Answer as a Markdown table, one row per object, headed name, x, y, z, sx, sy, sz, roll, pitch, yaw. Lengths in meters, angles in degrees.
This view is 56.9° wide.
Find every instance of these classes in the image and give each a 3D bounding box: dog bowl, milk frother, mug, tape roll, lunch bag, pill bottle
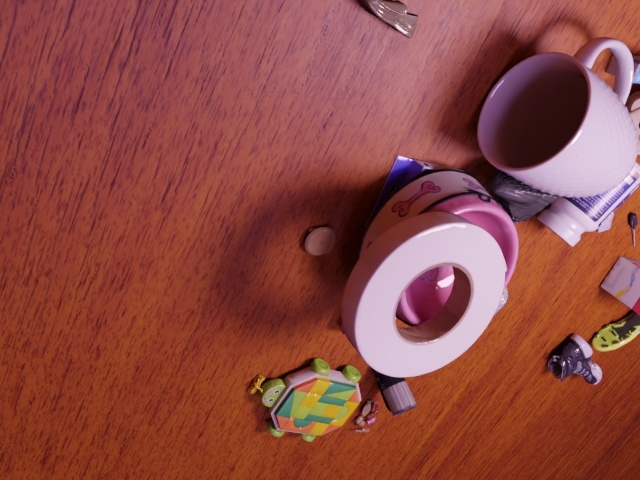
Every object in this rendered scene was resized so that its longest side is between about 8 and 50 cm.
| name | x | y | z | sx | sy | sz | roll | pitch | yaw |
| --- | --- | --- | --- | --- | --- | --- | --- | --- | --- |
| dog bowl | 0.299 | 0.043 | 1.429 | 0.408 | 0.150 | 0.407 | -11 | 119 | -21 |
| milk frother | 0.250 | 0.440 | 1.774 | 0.143 | 0.134 | 0.129 | -21 | 160 | -8 |
| mug | 0.596 | -0.281 | 1.365 | 0.328 | 0.276 | 0.373 | 18 | 102 | -37 |
| tape roll | 0.233 | 0.125 | 1.303 | 0.393 | 0.072 | 0.391 | -11 | 119 | -21 |
| lunch bag | 0.815 | -0.078 | 1.731 | 0.053 | 0.071 | 0.083 | -14 | 129 | -12 |
| pill bottle | 0.730 | -0.120 | 1.607 | 0.153 | 0.153 | 0.264 | 31 | 105 | -38 |

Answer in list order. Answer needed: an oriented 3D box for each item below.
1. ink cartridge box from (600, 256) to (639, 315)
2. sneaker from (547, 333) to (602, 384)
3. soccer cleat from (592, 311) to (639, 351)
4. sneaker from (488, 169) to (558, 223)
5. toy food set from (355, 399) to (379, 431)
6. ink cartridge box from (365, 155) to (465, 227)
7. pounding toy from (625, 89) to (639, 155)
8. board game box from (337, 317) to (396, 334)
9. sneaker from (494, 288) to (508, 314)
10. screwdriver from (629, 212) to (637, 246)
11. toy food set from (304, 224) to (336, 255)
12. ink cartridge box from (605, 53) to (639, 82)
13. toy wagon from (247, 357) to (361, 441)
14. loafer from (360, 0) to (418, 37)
| name | x | y | z | sx | sy | sz | roll | pitch | yaw |
| --- | --- | --- | --- | --- | --- | --- | --- | --- | --- |
| ink cartridge box | 1.049 | 0.153 | 1.937 | 0.128 | 0.176 | 0.127 | 10 | 115 | -31 |
| sneaker | 0.912 | 0.459 | 2.136 | 0.153 | 0.101 | 0.268 | -35 | 124 | 1 |
| soccer cleat | 1.123 | 0.326 | 2.148 | 0.289 | 0.093 | 0.121 | -34 | 137 | 0 |
| sneaker | 0.506 | -0.102 | 1.519 | 0.286 | 0.109 | 0.130 | 9 | 127 | -46 |
| toy food set | 0.152 | 0.557 | 1.886 | 0.078 | 0.019 | 0.122 | 14 | 108 | -33 |
| ink cartridge box | 0.241 | -0.093 | 1.461 | 0.209 | 0.045 | 0.206 | 8 | 118 | -28 |
| pounding toy | 0.851 | -0.301 | 1.515 | 0.270 | 0.155 | 0.154 | -25 | 106 | -8 |
| board game box | 0.152 | 0.173 | 1.599 | 0.147 | 0.045 | 0.193 | 10 | 116 | -31 |
| sneaker | 0.417 | 0.216 | 1.742 | 0.122 | 0.110 | 0.283 | 28 | 105 | -18 |
| screwdriver | 1.006 | -0.030 | 1.890 | 0.025 | 0.024 | 0.170 | -17 | 136 | 22 |
| toy food set | 0.000 | 0.000 | 1.424 | 0.083 | 0.020 | 0.082 | 2 | 121 | -26 |
| ink cartridge box | 0.793 | -0.426 | 1.467 | 0.123 | 0.088 | 0.052 | -6 | 124 | -23 |
| toy wagon | -0.048 | 0.457 | 1.686 | 0.345 | 0.068 | 0.267 | 21 | 111 | -35 |
| loafer | 0.137 | -0.451 | 1.159 | 0.148 | 0.056 | 0.050 | 15 | 114 | -44 |
